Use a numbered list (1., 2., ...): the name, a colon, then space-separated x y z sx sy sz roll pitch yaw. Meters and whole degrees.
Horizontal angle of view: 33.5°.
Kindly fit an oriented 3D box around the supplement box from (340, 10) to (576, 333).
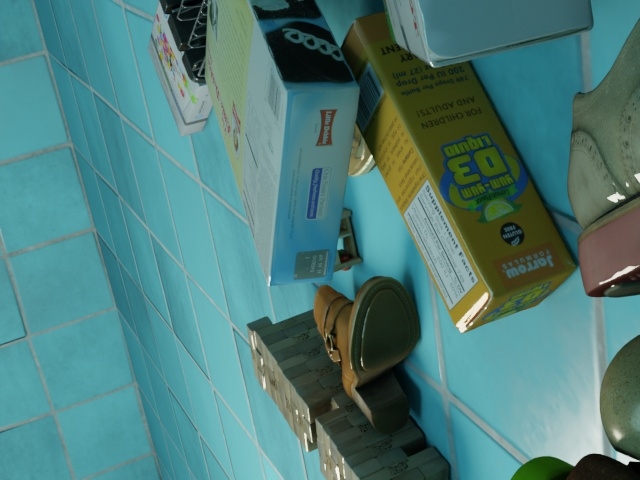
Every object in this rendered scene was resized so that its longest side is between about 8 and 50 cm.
1. supplement box: 0.093 -0.056 0.777 0.233 0.078 0.080 66 158 15

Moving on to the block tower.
1. block tower: 0.028 0.200 1.180 0.335 0.097 0.091 46 149 48

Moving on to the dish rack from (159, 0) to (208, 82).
1. dish rack: -0.130 -0.306 1.182 0.208 0.074 0.271 67 160 8

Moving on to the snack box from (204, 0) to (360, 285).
1. snack box: -0.045 -0.137 0.909 0.322 0.060 0.187 -111 21 -46

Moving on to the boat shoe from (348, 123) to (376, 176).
1. boat shoe: 0.020 -0.115 0.932 0.068 0.072 0.190 62 159 26

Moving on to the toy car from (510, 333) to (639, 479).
1. toy car: 0.209 0.101 0.585 0.155 0.149 0.188 14 92 64

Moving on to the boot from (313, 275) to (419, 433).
1. boot: 0.035 0.085 1.087 0.152 0.073 0.197 -125 27 -49

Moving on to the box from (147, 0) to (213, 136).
1. box: -0.187 -0.241 1.453 0.145 0.038 0.186 68 160 8

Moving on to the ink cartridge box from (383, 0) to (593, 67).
1. ink cartridge box: 0.074 -0.185 0.592 0.208 0.086 0.153 -96 -7 -75

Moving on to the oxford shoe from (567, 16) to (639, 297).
1. oxford shoe: 0.188 -0.081 0.420 0.348 0.123 0.130 133 127 -63

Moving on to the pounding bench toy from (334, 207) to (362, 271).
1. pounding bench toy: 0.000 0.000 1.128 0.083 0.052 0.065 25 132 65
